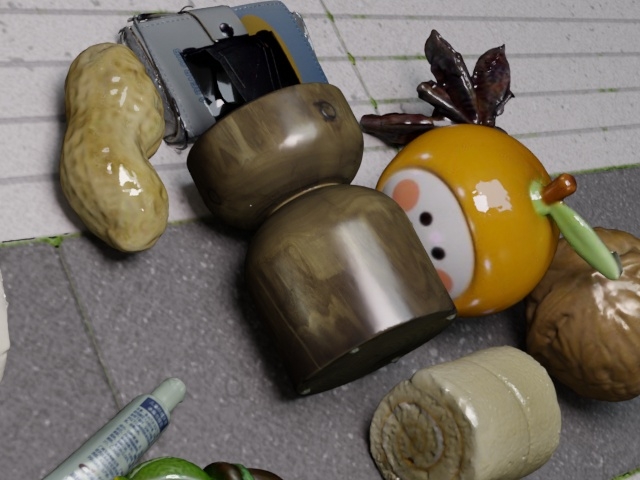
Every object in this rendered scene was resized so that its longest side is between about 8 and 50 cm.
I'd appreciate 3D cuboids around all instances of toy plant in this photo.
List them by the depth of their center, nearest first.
[{"bbox_3d":[-0.105,0.231,1.012,0.162,0.093,0.092,12,54,-29],"label":"toy plant"}]

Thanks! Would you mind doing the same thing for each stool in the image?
[{"bbox_3d":[0.000,0.000,1.195,0.179,0.179,0.264,-12,69,-43],"label":"stool"}]

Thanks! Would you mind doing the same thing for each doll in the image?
[{"bbox_3d":[0.185,-0.030,1.278,0.213,0.236,0.213,23,60,-47],"label":"doll"}]

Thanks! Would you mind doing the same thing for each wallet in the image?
[{"bbox_3d":[-0.099,-0.192,1.337,0.231,0.069,0.170,-13,74,-42],"label":"wallet"}]

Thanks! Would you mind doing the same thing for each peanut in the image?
[{"bbox_3d":[-0.201,-0.092,1.165,0.103,0.098,0.229,-1,61,-8],"label":"peanut"}]

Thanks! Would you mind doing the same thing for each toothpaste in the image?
[{"bbox_3d":[-0.185,0.188,1.019,0.062,0.037,0.216,48,47,-5],"label":"toothpaste"}]

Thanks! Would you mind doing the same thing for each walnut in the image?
[{"bbox_3d":[0.325,0.083,1.368,0.213,0.213,0.213,20,50,-26],"label":"walnut"}]

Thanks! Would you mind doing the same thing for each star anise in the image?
[{"bbox_3d":[0.179,-0.118,1.468,0.212,0.129,0.282,-22,84,-39],"label":"star anise"}]

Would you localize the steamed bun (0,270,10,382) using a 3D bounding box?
[{"bbox_3d":[-0.341,0.032,0.913,0.146,0.164,0.241,-3,62,-41],"label":"steamed bun"}]

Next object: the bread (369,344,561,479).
[{"bbox_3d":[0.146,0.188,1.197,0.141,0.148,0.134,-11,52,-42],"label":"bread"}]
